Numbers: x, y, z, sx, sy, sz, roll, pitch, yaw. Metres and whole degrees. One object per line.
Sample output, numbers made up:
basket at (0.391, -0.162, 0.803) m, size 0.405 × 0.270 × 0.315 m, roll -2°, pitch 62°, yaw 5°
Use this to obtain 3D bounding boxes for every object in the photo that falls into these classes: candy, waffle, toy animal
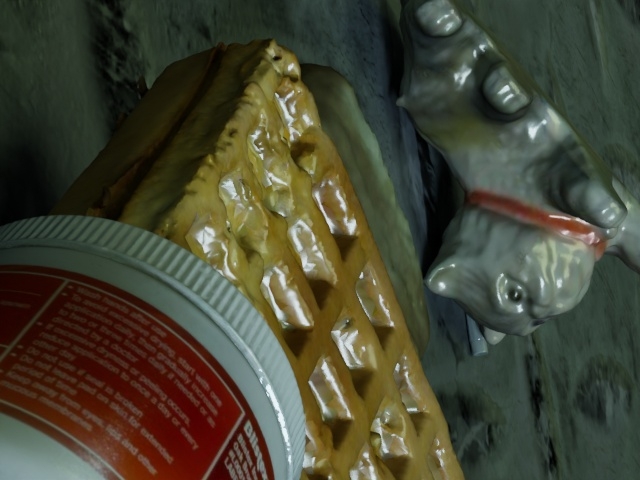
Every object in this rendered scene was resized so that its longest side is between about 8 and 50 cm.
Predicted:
candy at (0.000, 0.000, 1.286) m, size 0.234 × 0.102 × 0.104 m, roll 66°, pitch 26°, yaw -23°
waffle at (-0.024, 0.079, 1.000) m, size 0.224 × 0.098 × 0.328 m, roll -63°, pitch 138°, yaw -57°
toy animal at (0.131, -0.064, 1.604) m, size 0.308 × 0.188 × 0.266 m, roll 33°, pitch 28°, yaw -46°

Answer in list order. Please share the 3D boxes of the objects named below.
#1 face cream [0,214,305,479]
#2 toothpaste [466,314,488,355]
face cream at (-0.125, 0.116, 0.806) m, size 0.187 × 0.201 × 0.201 m, roll -59°, pitch 133°, yaw -59°
toothpaste at (0.135, 0.061, 1.691) m, size 0.024 × 0.015 × 0.083 m, roll 42°, pitch 37°, yaw -66°
